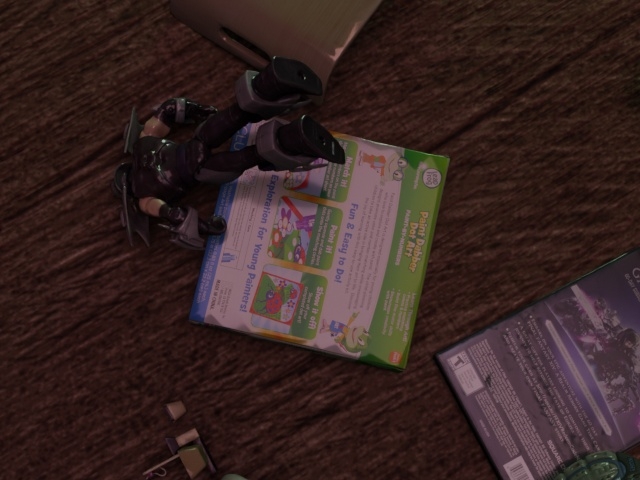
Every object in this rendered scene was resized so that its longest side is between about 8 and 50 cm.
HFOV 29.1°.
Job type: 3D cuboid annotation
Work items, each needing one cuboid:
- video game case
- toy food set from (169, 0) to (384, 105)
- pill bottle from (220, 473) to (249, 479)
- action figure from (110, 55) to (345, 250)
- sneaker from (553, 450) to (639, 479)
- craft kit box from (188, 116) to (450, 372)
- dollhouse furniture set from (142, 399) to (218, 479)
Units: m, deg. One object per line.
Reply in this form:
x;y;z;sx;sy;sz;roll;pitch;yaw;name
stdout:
0.292;0.153;1.389;0.274;0.026;0.196;-27;83;-9;video game case
0.000;-0.331;1.433;0.219;0.092;0.306;33;78;14;toy food set
-0.095;0.434;1.218;0.204;0.204;0.361;30;80;1;pill bottle
-0.120;-0.089;1.320;0.285;0.099;0.185;-20;71;31;action figure
0.233;0.347;1.309;0.297;0.111;0.129;-28;110;3;sneaker
0.000;0.000;1.380;0.246;0.061;0.250;13;79;1;craft kit box
-0.167;0.225;1.297;0.081;0.114;0.091;-28;85;-4;dollhouse furniture set
